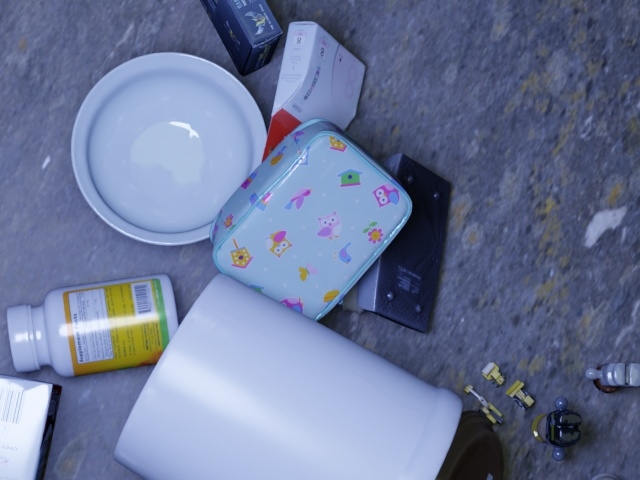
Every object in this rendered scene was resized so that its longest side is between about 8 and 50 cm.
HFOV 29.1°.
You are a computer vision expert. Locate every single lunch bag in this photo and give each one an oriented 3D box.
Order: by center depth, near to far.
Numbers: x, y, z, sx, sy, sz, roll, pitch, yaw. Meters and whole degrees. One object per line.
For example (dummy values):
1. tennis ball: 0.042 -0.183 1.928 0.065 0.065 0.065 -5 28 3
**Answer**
1. lunch bag: -0.015 -0.020 1.815 0.224 0.108 0.279 37 102 -24

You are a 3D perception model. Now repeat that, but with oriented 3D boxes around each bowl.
1. bowl: -0.235 -0.132 1.912 0.298 0.134 0.298 1 83 -10

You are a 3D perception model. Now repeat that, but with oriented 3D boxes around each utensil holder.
1. utensil holder: -0.048 0.269 1.717 0.385 0.327 0.327 28 79 2

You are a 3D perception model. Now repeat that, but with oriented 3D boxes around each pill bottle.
1. pill bottle: -0.341 0.132 1.859 0.246 0.136 0.136 -8 84 -10

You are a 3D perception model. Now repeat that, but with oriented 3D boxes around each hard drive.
1. hard drive: 0.131 0.006 1.951 0.172 0.054 0.254 25 71 -50

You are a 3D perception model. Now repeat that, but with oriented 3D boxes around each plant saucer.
1. plant saucer: 0.209 0.396 1.864 0.041 0.278 0.278 13 78 31

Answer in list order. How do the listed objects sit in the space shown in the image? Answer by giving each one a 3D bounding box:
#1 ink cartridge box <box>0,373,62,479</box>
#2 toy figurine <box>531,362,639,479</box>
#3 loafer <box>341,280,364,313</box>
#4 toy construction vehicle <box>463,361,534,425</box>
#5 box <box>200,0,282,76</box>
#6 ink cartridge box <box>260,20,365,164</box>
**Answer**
1. ink cartridge box: -0.456 0.324 1.728 0.130 0.309 0.272 11 82 -8
2. toy figurine: 0.471 0.308 1.973 0.213 0.148 0.209 -43 85 -10
3. loafer: 0.000 0.000 1.937 0.092 0.102 0.268 -20 108 6
4. toy construction vehicle: 0.291 0.252 1.999 0.086 0.035 0.098 -42 91 -12
5. box: -0.147 -0.389 1.935 0.059 0.183 0.232 -29 89 -12
6. ink cartridge box: -0.008 -0.201 1.937 0.066 0.189 0.232 2 78 26
